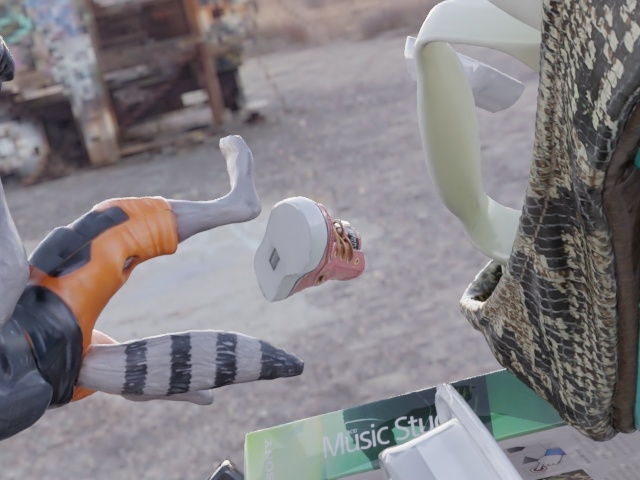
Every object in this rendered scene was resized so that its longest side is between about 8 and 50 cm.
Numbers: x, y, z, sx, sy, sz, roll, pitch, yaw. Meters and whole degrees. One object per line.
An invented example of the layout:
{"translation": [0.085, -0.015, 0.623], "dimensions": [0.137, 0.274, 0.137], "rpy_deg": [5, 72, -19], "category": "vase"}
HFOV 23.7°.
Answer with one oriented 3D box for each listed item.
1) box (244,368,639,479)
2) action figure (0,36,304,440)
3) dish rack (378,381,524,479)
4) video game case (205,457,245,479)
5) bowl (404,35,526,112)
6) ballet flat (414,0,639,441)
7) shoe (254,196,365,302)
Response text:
{"translation": [0.137, 0.166, 1.131], "dimensions": [0.322, 0.059, 0.232], "rpy_deg": [-18, -32, 20], "category": "box"}
{"translation": [-0.174, 0.035, 0.899], "dimensions": [0.330, 0.178, 0.341], "rpy_deg": [-16, -30, -34], "category": "action figure"}
{"translation": [0.105, 0.252, 0.639], "dimensions": [0.072, 0.333, 0.285], "rpy_deg": [-24, 26, -5], "category": "dish rack"}
{"translation": [-0.074, 0.359, 1.240], "dimensions": [0.275, 0.248, 0.035], "rpy_deg": [-48, 3, 5], "category": "video game case"}
{"translation": [0.185, -0.211, 1.998], "dimensions": [0.142, 0.053, 0.142], "rpy_deg": [24, 6, 33], "category": "bowl"}
{"translation": [0.124, -0.077, 0.689], "dimensions": [0.182, 0.483, 0.164], "rpy_deg": [30, 59, 19], "category": "ballet flat"}
{"translation": [0.000, 0.000, 1.303], "dimensions": [0.081, 0.064, 0.178], "rpy_deg": [-17, -14, -19], "category": "shoe"}
